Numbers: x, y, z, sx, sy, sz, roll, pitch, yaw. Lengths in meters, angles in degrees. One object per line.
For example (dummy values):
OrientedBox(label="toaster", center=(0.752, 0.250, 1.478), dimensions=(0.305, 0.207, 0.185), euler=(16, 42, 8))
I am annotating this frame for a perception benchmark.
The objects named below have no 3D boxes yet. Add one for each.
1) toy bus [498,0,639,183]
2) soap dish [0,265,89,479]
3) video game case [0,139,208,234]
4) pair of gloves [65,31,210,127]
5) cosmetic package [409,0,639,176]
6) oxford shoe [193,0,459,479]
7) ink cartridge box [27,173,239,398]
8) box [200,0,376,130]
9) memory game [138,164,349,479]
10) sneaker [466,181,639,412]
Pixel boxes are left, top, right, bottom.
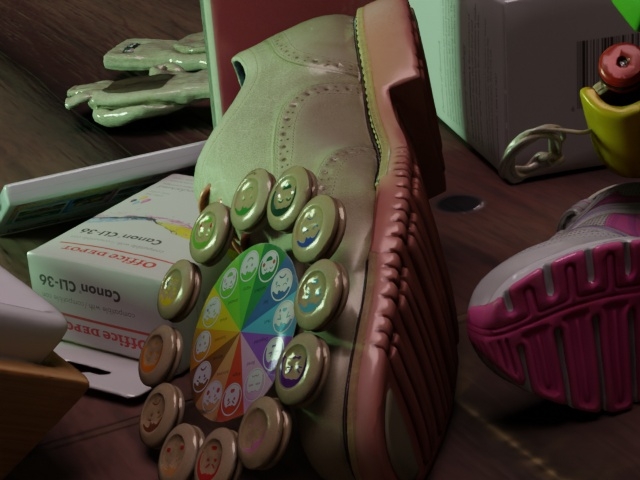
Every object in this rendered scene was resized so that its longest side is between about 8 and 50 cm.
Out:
OrientedBox(label="toy bus", center=(0.234, -0.072, 0.805), dimensions=(0.191, 0.202, 0.104), euler=(-3, 49, -34))
OrientedBox(label="soap dish", center=(-0.301, 0.041, 0.752), dimensions=(0.291, 0.118, 0.229), euler=(14, 8, -40))
OrientedBox(label="video game case", center=(-0.165, -0.038, 1.076), dimensions=(0.157, 0.019, 0.143), euler=(-14, -4, -19))
OrientedBox(label="pair of gloves", center=(-0.129, -0.160, 1.409), dimensions=(0.204, 0.042, 0.240), euler=(-5, 21, 10))
OrientedBox(label="cosmetic package", center=(0.185, -0.194, 1.275), dimensions=(0.197, 0.155, 0.365), euler=(-9, 23, -11))
OrientedBox(label="oxford shoe", center=(0.000, 0.000, 0.852), dimensions=(0.147, 0.140, 0.397), euler=(-9, 36, 9))
OrientedBox(label="ink cartridge box", center=(-0.106, 0.024, 0.936), dimensions=(0.115, 0.067, 0.198), euler=(9, 27, 29))
OrientedBox(label="box", center=(-0.024, -0.141, 1.093), dimensions=(0.127, 0.232, 0.148), euler=(-7, 23, -5))
OrientedBox(label="memory game", center=(-0.046, 0.046, 0.757), dimensions=(0.012, 0.186, 0.186), euler=(22, 7, -33))
OrientedBox(label="sneaker", center=(0.177, 0.025, 0.848), dimensions=(0.252, 0.103, 0.111), euler=(-11, 21, -33))
